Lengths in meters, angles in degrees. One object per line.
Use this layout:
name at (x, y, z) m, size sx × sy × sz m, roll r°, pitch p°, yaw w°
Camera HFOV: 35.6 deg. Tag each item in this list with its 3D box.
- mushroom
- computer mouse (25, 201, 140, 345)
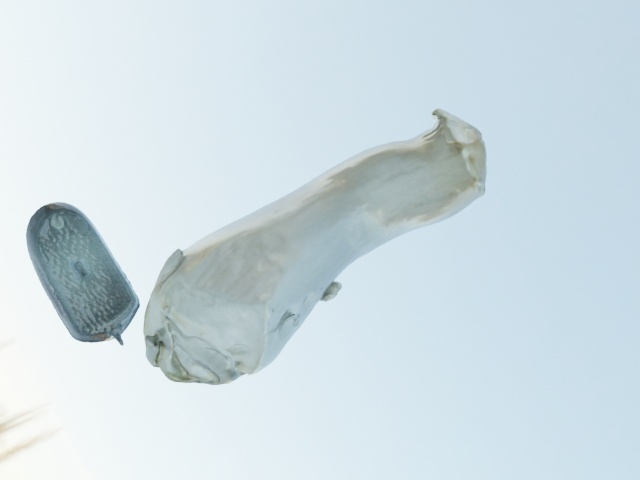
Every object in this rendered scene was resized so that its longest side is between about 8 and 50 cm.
mushroom at (-0.002, 0.000, 0.681) m, size 0.099 × 0.278 × 0.096 m, roll 59°, pitch -16°, yaw -12°
computer mouse at (-0.341, 0.050, 1.428) m, size 0.229 × 0.113 × 0.068 m, roll 65°, pitch -19°, yaw -11°
